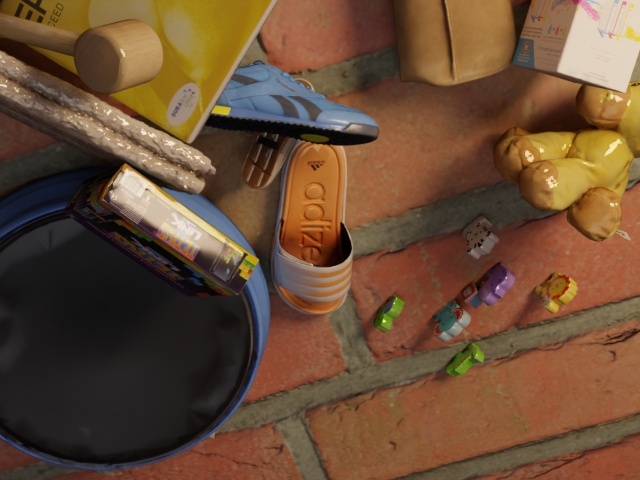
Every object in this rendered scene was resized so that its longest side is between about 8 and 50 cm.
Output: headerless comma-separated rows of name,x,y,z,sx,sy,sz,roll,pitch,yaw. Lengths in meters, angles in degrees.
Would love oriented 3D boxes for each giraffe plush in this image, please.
giraffe plush,0.319,-0.108,1.113,0.210,0.181,0.170,19,114,-30

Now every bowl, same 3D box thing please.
bowl,-0.252,0.106,1.189,0.391,0.077,0.391,-4,115,-8

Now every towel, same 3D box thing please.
towel,-0.249,-0.124,1.003,0.282,0.187,0.049,27,84,-23

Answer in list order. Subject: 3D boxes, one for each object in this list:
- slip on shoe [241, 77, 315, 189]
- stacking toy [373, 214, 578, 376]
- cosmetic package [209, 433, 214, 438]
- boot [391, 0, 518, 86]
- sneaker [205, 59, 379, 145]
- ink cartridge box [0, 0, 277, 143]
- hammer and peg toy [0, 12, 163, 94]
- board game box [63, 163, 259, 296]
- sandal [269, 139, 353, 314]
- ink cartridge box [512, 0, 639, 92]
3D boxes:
slip on shoe,-0.046,-0.121,1.122,0.051,0.041,0.135,25,104,5
stacking toy,0.199,0.084,1.297,0.167,0.052,0.221,34,116,-27
cosmetic package,-0.253,0.204,1.316,0.239,0.060,0.099,5,126,-11
boot,0.077,-0.273,0.997,0.236,0.089,0.269,-12,128,2
sneaker,-0.037,-0.152,1.059,0.209,0.082,0.069,10,169,2
ink cartridge box,-0.176,-0.287,0.904,0.307,0.072,0.303,29,123,-11
hammer and peg toy,-0.265,-0.293,0.812,0.266,0.127,0.361,3,113,23
board game box,-0.167,-0.005,1.030,0.170,0.141,0.048,37,69,-21
sandal,-0.011,0.000,1.190,0.102,0.076,0.265,-4,127,-5
ink cartridge box,0.275,-0.236,1.024,0.090,0.092,0.143,11,100,-23
